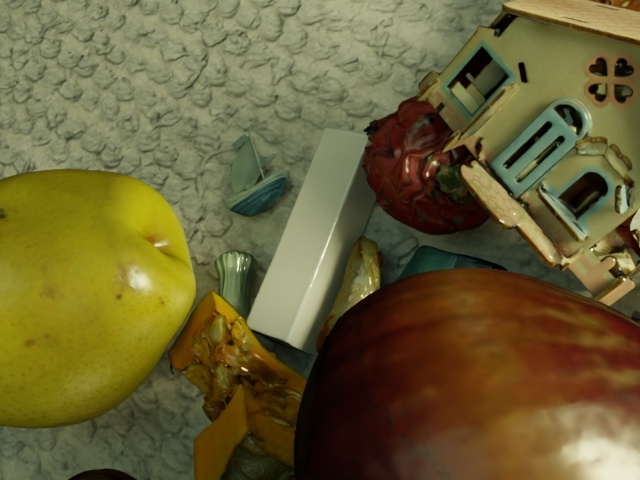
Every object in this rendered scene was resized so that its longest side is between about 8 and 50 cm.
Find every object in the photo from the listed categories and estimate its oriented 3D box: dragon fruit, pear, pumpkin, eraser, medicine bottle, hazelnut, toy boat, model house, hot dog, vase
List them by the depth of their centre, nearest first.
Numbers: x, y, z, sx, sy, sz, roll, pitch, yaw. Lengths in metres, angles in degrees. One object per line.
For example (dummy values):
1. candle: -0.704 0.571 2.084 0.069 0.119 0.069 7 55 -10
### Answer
1. hazelnut: 0.156 0.206 0.887 0.402 0.402 0.429 -29 22 17
2. model house: 0.285 -0.123 0.991 0.326 0.169 0.244 53 129 11
3. pumpkin: -0.106 0.216 1.138 0.280 0.190 0.139 42 118 9
4. medicine bottle: 0.116 0.116 1.150 0.124 0.079 0.258 36 90 37
5. dragon fruit: 0.146 -0.094 1.171 0.172 0.172 0.209 -45 42 7
6. hot dog: 0.050 0.079 1.213 0.168 0.061 0.078 -68 13 -12
7. eraser: -0.001 0.000 1.269 0.078 0.076 0.298 14 77 34
8. pear: -0.370 0.077 1.280 0.418 0.362 0.362 -27 59 22
9. vase: -0.121 0.090 1.303 0.081 0.081 0.148 -12 61 25
10. toy boat: -0.112 -0.095 1.398 0.105 0.034 0.149 -47 55 2

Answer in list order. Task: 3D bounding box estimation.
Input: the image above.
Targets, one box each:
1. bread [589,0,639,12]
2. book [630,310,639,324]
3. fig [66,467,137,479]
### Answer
1. bread: 0.353 -0.256 1.153 0.234 0.110 0.184 14 78 33
2. book: 0.399 0.160 1.008 0.182 0.014 0.127 21 80 34
3. fig: -0.225 0.435 1.170 0.321 0.217 0.217 29 85 12
